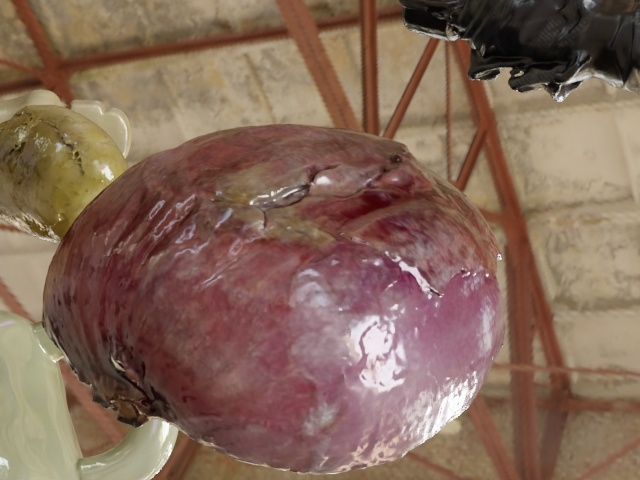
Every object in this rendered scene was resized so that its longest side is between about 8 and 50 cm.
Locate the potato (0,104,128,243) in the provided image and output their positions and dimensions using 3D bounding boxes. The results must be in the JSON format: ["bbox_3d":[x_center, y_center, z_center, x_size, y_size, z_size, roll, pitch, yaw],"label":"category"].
[{"bbox_3d":[-0.214,-0.053,0.852,0.170,0.080,0.107,27,-67,40],"label":"potato"}]

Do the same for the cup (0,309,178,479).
[{"bbox_3d":[-0.261,0.154,0.896,0.255,0.202,0.173,-32,-24,23],"label":"cup"}]

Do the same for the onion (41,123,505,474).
[{"bbox_3d":[0.000,0.000,0.573,0.227,0.283,0.120,24,-63,28],"label":"onion"}]

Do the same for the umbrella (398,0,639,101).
[{"bbox_3d":[0.142,-0.097,0.502,0.224,0.080,0.071,20,-24,26],"label":"umbrella"}]

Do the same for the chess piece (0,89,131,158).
[{"bbox_3d":[-0.404,-0.123,1.156,0.397,0.117,0.117,4,-41,-6],"label":"chess piece"}]
